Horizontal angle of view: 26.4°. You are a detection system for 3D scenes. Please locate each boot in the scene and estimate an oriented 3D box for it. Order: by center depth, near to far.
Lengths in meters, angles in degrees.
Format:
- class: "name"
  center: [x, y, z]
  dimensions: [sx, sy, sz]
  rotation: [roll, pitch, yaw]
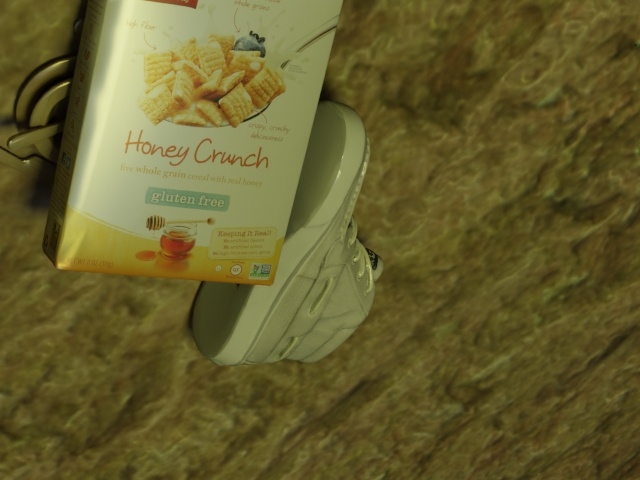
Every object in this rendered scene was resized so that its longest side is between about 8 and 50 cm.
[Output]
- class: "boot"
  center: [0.000, 0.000, 1.095]
  dimensions: [0.123, 0.095, 0.258]
  rotation: [5, 132, -35]

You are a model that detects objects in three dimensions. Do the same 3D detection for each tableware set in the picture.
- class: "tableware set"
  center: [-0.133, -0.066, 1.005]
  dimensions: [0.194, 0.039, 0.128]
  rotation: [28, 111, -37]

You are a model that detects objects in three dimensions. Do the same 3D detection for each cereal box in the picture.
- class: "cereal box"
  center: [-0.089, -0.090, 0.963]
  dimensions: [0.173, 0.047, 0.240]
  rotation: [5, 109, -28]
